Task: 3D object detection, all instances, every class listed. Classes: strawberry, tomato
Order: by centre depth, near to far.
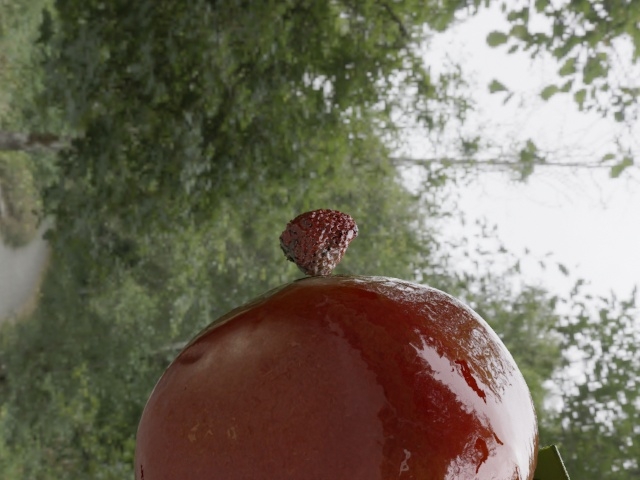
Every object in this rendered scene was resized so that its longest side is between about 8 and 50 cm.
[{"bbox_3d":[0.004,0.142,0.649,0.226,0.299,0.298,59,-15,-7],"label":"tomato"},{"bbox_3d":[0.000,0.000,1.073,0.083,0.097,0.083,61,-12,22],"label":"strawberry"}]

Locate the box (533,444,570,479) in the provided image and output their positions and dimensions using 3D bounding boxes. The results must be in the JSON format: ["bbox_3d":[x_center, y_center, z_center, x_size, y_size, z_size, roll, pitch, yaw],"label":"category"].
[{"bbox_3d":[0.203,0.323,1.004,0.030,0.193,0.121,97,-24,-69],"label":"box"}]
